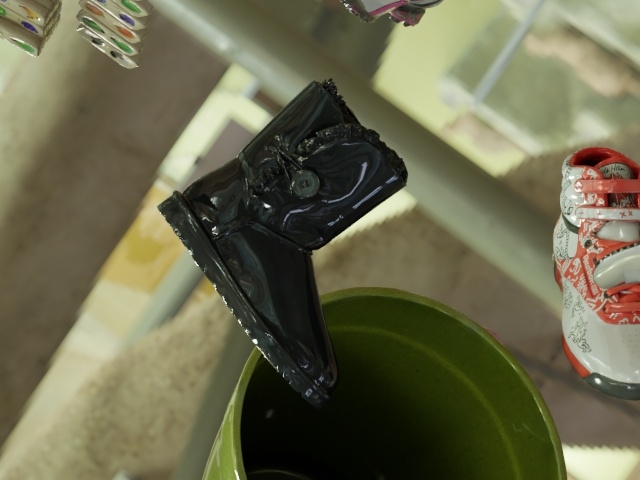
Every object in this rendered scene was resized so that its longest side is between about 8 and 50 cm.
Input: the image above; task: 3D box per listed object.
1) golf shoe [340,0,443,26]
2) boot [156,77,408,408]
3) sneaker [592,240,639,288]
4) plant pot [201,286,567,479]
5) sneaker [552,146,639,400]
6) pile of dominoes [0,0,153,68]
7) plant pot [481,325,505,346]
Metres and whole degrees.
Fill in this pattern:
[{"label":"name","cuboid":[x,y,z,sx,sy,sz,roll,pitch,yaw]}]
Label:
[{"label":"golf shoe","cuboid":[0.068,-0.245,1.647,0.067,0.086,0.186,56,-156,10]},{"label":"boot","cuboid":[0.000,0.000,1.634,0.246,0.207,0.094,54,180,6]},{"label":"sneaker","cuboid":[0.296,0.027,1.467,0.057,0.161,0.075,-13,-98,-53]},{"label":"plant pot","cuboid":[0.017,0.287,1.930,0.366,0.366,0.353,35,145,-4]},{"label":"sneaker","cuboid":[0.265,0.018,1.638,0.090,0.145,0.270,0,-149,-4]},{"label":"pile of dominoes","cuboid":[-0.228,-0.208,1.426,0.196,0.040,0.251,29,164,-2]},{"label":"plant pot","cuboid":[0.127,0.191,2.425,0.180,0.201,0.201,16,170,39]}]
